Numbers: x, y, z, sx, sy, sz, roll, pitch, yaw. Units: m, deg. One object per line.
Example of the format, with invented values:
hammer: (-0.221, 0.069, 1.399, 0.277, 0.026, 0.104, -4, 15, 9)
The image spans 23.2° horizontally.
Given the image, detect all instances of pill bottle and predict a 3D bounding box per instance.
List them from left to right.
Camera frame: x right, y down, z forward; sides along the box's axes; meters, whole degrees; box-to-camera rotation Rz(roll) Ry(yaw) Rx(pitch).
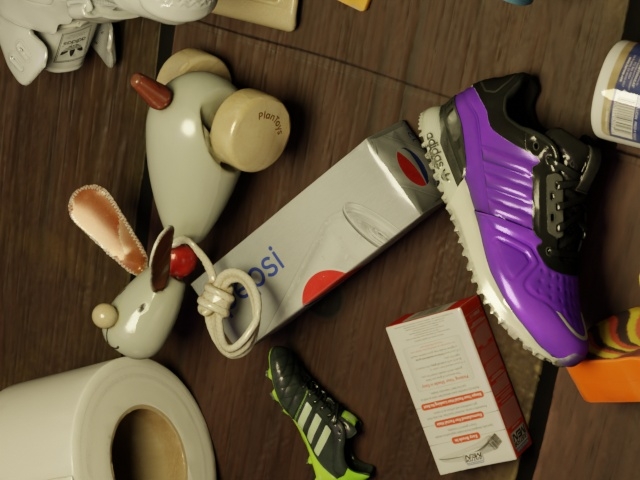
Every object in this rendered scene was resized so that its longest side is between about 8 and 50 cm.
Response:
pill bottle: (0.336, -0.117, 1.393, 0.169, 0.094, 0.094, 18, 113, 24)

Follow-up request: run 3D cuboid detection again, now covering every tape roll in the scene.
tape roll: (-0.255, 0.264, 1.761, 0.169, 0.246, 0.246, -15, 97, 32)

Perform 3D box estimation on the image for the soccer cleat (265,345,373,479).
soccer cleat: (0.000, 0.190, 1.707, 0.072, 0.060, 0.179, -21, 100, 23)

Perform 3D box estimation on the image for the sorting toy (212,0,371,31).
sorting toy: (-0.097, -0.323, 1.605, 0.347, 0.047, 0.196, 17, 113, 25)

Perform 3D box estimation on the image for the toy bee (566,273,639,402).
toy bee: (0.378, 0.102, 1.424, 0.298, 0.162, 0.195, 23, 143, 39)

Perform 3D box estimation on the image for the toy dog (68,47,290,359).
toy dog: (-0.165, -0.046, 1.598, 0.220, 0.161, 0.334, 1, 80, 46)

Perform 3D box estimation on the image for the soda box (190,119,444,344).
soda box: (0.000, 0.000, 1.623, 0.286, 0.091, 0.098, -38, 85, 33)

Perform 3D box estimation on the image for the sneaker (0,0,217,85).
sneaker: (-0.229, -0.249, 1.618, 0.366, 0.137, 0.210, 36, 131, 40)

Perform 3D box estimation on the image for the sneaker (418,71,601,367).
sneaker: (0.204, -0.032, 1.459, 0.146, 0.102, 0.293, -31, 69, 24)

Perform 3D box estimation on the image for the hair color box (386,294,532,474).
hair color box: (0.143, 0.149, 1.610, 0.093, 0.053, 0.167, -17, 95, 31)

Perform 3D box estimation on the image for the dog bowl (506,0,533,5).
dog bowl: (0.108, -0.343, 1.415, 0.297, 0.166, 0.074, 47, 117, 10)
